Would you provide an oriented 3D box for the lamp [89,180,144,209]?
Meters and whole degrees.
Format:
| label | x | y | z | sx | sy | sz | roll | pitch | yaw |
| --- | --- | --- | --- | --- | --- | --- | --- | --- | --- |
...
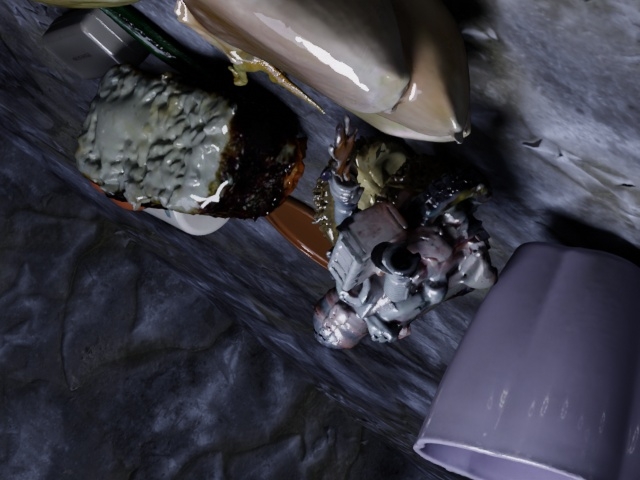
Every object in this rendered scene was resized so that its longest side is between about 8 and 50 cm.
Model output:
| label | x | y | z | sx | sy | sz | roll | pitch | yaw |
| --- | --- | --- | --- | --- | --- | --- | --- | --- | --- |
| lamp | -0.259 | -0.136 | 2.016 | 0.188 | 0.187 | 0.164 | 38 | -175 | -7 |

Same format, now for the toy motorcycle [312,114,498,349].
| label | x | y | z | sx | sy | sz | roll | pitch | yaw |
| --- | --- | --- | --- | --- | --- | --- | --- | --- | --- |
| toy motorcycle | 0.072 | 0.006 | 1.305 | 0.134 | 0.207 | 0.401 | 58 | 173 | 20 |

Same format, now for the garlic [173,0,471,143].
| label | x | y | z | sx | sy | sz | roll | pitch | yaw |
| --- | --- | --- | --- | --- | --- | --- | --- | --- | --- |
| garlic | -0.002 | -0.192 | 1.177 | 0.279 | 0.132 | 0.325 | 23 | 180 | -45 |

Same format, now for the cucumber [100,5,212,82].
| label | x | y | z | sx | sy | sz | roll | pitch | yaw |
| --- | --- | --- | --- | --- | --- | --- | --- | --- | --- |
| cucumber | -0.218 | -0.262 | 1.773 | 0.184 | 0.033 | 0.036 | 38 | -174 | -6 |

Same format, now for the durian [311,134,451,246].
| label | x | y | z | sx | sy | sz | roll | pitch | yaw |
| --- | --- | --- | --- | --- | --- | --- | --- | --- | --- |
| durian | 0.091 | -0.035 | 1.547 | 0.196 | 0.167 | 0.196 | 38 | -167 | -11 |

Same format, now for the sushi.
| label | x | y | z | sx | sy | sz | roll | pitch | yaw |
| --- | --- | --- | --- | --- | --- | --- | --- | --- | --- |
| sushi | -0.181 | -0.114 | 1.783 | 0.343 | 0.196 | 0.182 | 16 | 171 | 45 |

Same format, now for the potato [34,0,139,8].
| label | x | y | z | sx | sy | sz | roll | pitch | yaw |
| --- | --- | --- | --- | --- | --- | --- | --- | --- | --- |
| potato | -0.278 | -0.323 | 1.447 | 0.235 | 0.160 | 0.178 | 21 | -156 | 8 |

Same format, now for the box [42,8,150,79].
| label | x | y | z | sx | sy | sz | roll | pitch | yaw |
| --- | --- | --- | --- | --- | --- | --- | --- | --- | --- |
| box | -0.324 | -0.282 | 1.946 | 0.103 | 0.055 | 0.244 | 42 | 167 | -21 |

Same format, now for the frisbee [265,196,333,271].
| label | x | y | z | sx | sy | sz | roll | pitch | yaw |
| --- | --- | --- | --- | --- | --- | --- | --- | --- | --- |
| frisbee | 0.000 | 0.000 | 2.180 | 0.251 | 0.021 | 0.251 | 36 | 168 | 9 |

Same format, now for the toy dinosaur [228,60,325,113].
| label | x | y | z | sx | sy | sz | roll | pitch | yaw |
| --- | --- | --- | --- | --- | --- | --- | --- | --- | --- |
| toy dinosaur | -0.072 | -0.211 | 1.559 | 0.162 | 0.039 | 0.126 | 27 | 163 | 32 |

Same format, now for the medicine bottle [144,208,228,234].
| label | x | y | z | sx | sy | sz | roll | pitch | yaw |
| --- | --- | --- | --- | --- | --- | --- | --- | --- | --- |
| medicine bottle | -0.249 | -0.105 | 2.209 | 0.237 | 0.139 | 0.139 | 27 | 164 | 44 |

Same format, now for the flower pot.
| label | x | y | z | sx | sy | sz | roll | pitch | yaw |
| --- | --- | --- | --- | --- | --- | --- | --- | --- | --- |
| flower pot | 0.255 | 0.144 | 1.417 | 0.265 | 0.243 | 0.265 | 19 | 163 | 6 |
